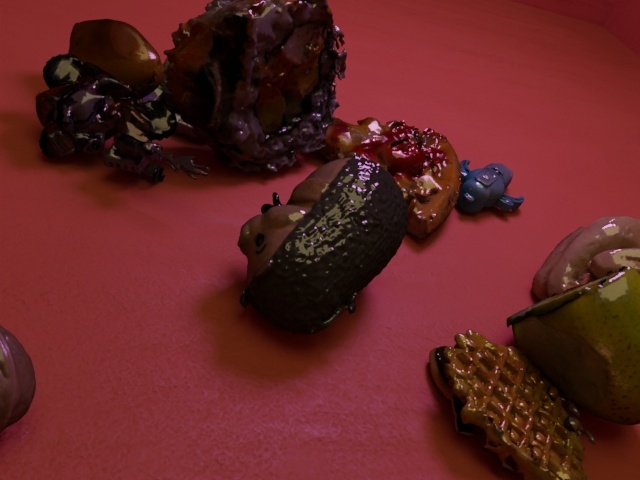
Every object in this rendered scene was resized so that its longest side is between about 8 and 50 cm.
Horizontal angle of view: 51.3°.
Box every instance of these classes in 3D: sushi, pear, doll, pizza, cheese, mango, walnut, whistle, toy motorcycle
[{"bbox_3d":[-0.111,-0.339,1.382,0.417,0.418,0.176,-14,38,-39],"label":"sushi"},{"bbox_3d":[0.470,0.199,1.156,0.159,0.292,0.292,-32,58,-19],"label":"pear"},{"bbox_3d":[0.000,0.000,1.147,0.247,0.247,0.350,29,53,9],"label":"doll"},{"bbox_3d":[0.140,-0.204,1.554,0.405,0.130,0.440,23,36,-3],"label":"pizza"},{"bbox_3d":[0.227,0.249,1.099,0.086,0.036,0.163,18,36,-15],"label":"cheese"},{"bbox_3d":[-0.435,-0.360,1.407,0.235,0.167,0.136,4,-16,28],"label":"mango"},{"bbox_3d":[-0.419,0.161,0.791,0.162,0.140,0.140,28,35,25],"label":"walnut"},{"bbox_3d":[0.411,-0.139,1.646,0.186,0.093,0.274,38,35,17],"label":"whistle"},{"bbox_3d":[-0.381,-0.203,1.262,0.400,0.134,0.207,27,65,3],"label":"toy motorcycle"}]

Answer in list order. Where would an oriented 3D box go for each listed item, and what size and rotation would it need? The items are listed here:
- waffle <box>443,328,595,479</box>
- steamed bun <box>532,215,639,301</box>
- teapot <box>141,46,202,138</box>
[{"bbox_3d":[0.311,0.269,1.072,0.262,0.060,0.281,14,41,-28],"label":"waffle"},{"bbox_3d":[0.649,0.078,1.383,0.372,0.230,0.325,21,33,2],"label":"steamed bun"},{"bbox_3d":[-0.270,-0.340,1.484,0.178,0.163,0.221,34,37,3],"label":"teapot"}]
